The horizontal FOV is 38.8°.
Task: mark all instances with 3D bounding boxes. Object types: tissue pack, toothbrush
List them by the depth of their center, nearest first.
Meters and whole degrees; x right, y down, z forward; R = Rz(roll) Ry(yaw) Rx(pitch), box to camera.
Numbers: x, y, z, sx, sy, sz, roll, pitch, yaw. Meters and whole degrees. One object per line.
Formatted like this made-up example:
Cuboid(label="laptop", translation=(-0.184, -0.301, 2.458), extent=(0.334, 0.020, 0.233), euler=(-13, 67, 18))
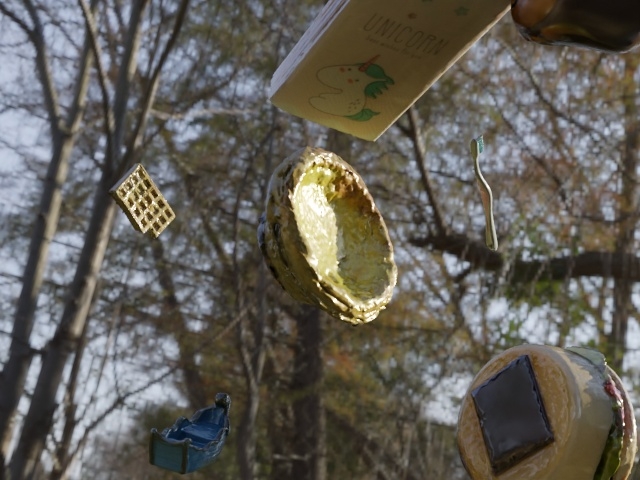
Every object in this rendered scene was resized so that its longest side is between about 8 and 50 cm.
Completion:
Cuboid(label="tissue pack", translation=(0.077, -0.241, 1.100), extent=(0.170, 0.071, 0.325), euler=(16, -30, -21))
Cuboid(label="toothbrush", translation=(0.217, -0.057, 1.208), extent=(0.017, 0.022, 0.204), euler=(37, -25, 41))

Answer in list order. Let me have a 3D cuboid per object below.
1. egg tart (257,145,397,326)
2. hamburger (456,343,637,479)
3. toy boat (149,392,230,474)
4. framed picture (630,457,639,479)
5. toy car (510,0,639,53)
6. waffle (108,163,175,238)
Cuboid(label="egg tart", translation=(0.000, 0.000, 1.341), extent=(0.123, 0.294, 0.294), euler=(-24, -38, 30))
Cuboid(label="hamburger", translation=(0.363, 0.310, 1.472), extent=(0.170, 0.302, 0.302), euler=(25, -27, -32))
Cuboid(label="toy boat", translation=(-0.172, 0.264, 1.269), extent=(0.075, 0.077, 0.185), euler=(14, 4, 18))
Cuboid(label="framed picture", translation=(0.517, 0.292, 1.166), extent=(0.240, 0.324, 0.020), euler=(8, 23, -13))
Cuboid(label="toy car", translation=(0.340, -0.299, 0.886), extent=(0.340, 0.240, 0.271), euler=(9, 18, 6))
Cuboid(label="waffle", translation=(-0.333, -0.068, 1.708), extent=(0.021, 0.092, 0.135), euler=(-1, -50, 39))
